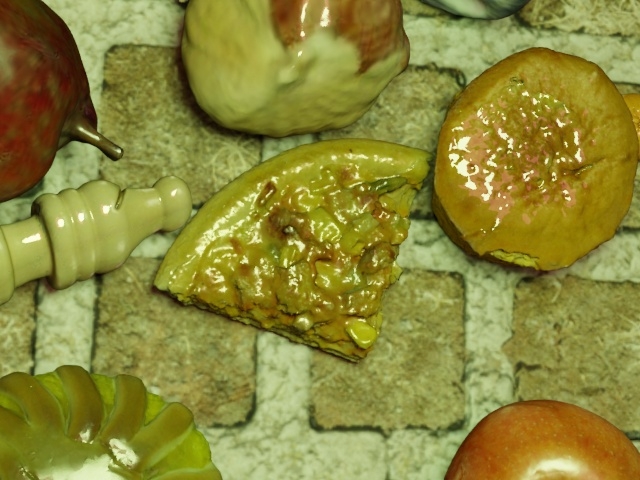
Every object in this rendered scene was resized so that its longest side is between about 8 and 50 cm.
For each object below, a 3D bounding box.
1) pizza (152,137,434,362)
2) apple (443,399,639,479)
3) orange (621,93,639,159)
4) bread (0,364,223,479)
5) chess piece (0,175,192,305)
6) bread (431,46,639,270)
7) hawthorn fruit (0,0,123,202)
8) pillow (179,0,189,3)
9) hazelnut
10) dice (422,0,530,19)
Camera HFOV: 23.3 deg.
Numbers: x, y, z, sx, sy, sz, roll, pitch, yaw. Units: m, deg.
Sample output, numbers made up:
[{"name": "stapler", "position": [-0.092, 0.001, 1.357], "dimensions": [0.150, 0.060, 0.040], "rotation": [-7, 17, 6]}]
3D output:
[{"name": "pizza", "position": [-0.028, -0.021, 1.766], "dimensions": [0.268, 0.087, 0.257], "rotation": [18, 74, -7]}, {"name": "apple", "position": [0.256, 0.310, 1.707], "dimensions": [0.252, 0.206, 0.271], "rotation": [-1, 82, -10]}, {"name": "orange", "position": [0.376, -0.138, 1.878], "dimensions": [0.083, 0.070, 0.083], "rotation": [3, 79, -15]}, {"name": "bread", "position": [-0.267, 0.275, 1.619], "dimensions": [0.333, 0.160, 0.333], "rotation": [3, 78, -12]}, {"name": "chess piece", "position": [-0.284, 0.003, 1.684], "dimensions": [0.307, 0.124, 0.138], "rotation": [-18, 112, -21]}, {"name": "bread", "position": [0.245, -0.087, 1.805], "dimensions": [0.268, 0.146, 0.268], "rotation": [1, 84, -13]}, {"name": "hawthorn fruit", "position": [-0.399, -0.171, 1.601], "dimensions": [0.325, 0.308, 0.308], "rotation": [-19, 85, -24]}, {"name": "pillow", "position": [-0.159, -0.426, 1.809], "dimensions": [0.173, 0.067, 0.270], "rotation": [-31, 87, -15]}, {"name": "hazelnut", "position": [-0.032, -0.227, 1.718], "dimensions": [0.261, 0.241, 0.261], "rotation": [-6, 126, -8]}, {"name": "dice", "position": [0.179, -0.433, 1.781], "dimensions": [0.270, 0.270, 0.271], "rotation": [31, 76, -6]}]
